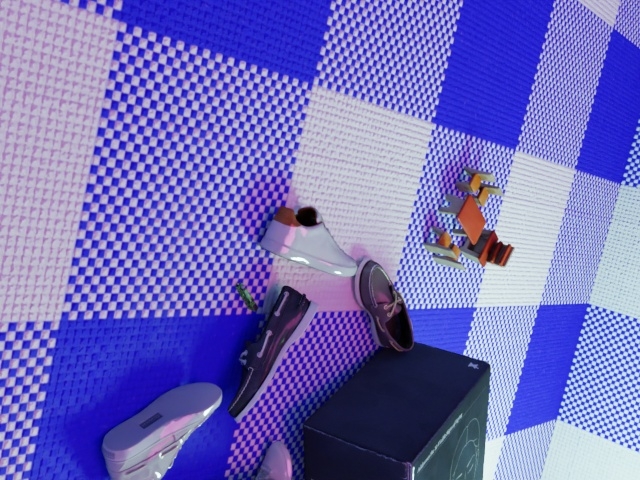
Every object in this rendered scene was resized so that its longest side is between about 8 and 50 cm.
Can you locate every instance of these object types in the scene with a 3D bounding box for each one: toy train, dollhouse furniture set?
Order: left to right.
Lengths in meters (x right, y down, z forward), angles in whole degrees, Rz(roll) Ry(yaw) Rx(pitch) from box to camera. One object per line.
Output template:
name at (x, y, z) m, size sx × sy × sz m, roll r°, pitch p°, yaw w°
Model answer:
toy train at (-0.151, 0.117, 1.685) m, size 0.017 × 0.023 × 0.083 m, roll -51°, pitch 138°, yaw -26°
dollhouse furniture set at (0.437, -0.030, 2.271) m, size 0.262 × 0.135 × 0.259 m, roll -60°, pitch 141°, yaw -15°

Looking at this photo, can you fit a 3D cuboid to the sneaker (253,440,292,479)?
sneaker at (-0.131, 0.563, 1.859) m, size 0.094 × 0.080 × 0.212 m, roll 7°, pitch 100°, yaw -41°

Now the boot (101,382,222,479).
boot at (-0.299, 0.378, 1.566) m, size 0.258 × 0.095 × 0.123 m, roll -24°, pitch 129°, yaw -34°

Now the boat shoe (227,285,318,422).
boat shoe at (-0.121, 0.236, 1.723) m, size 0.303 × 0.091 × 0.114 m, roll -57°, pitch -176°, yaw -20°

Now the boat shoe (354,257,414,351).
boat shoe at (0.166, 0.165, 2.047) m, size 0.109 × 0.091 × 0.305 m, roll -48°, pitch 137°, yaw -28°

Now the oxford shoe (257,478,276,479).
oxford shoe at (-0.233, 0.627, 1.674) m, size 0.449 × 0.130 × 0.169 m, roll -15°, pitch 117°, yaw -34°

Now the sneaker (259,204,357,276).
sneaker at (0.000, 0.000, 1.758) m, size 0.290 × 0.105 × 0.123 m, roll 22°, pitch 90°, yaw -51°

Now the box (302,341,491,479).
box at (0.201, 0.577, 2.050) m, size 0.480 × 0.297 × 0.472 m, roll -32°, pitch 130°, yaw -51°
